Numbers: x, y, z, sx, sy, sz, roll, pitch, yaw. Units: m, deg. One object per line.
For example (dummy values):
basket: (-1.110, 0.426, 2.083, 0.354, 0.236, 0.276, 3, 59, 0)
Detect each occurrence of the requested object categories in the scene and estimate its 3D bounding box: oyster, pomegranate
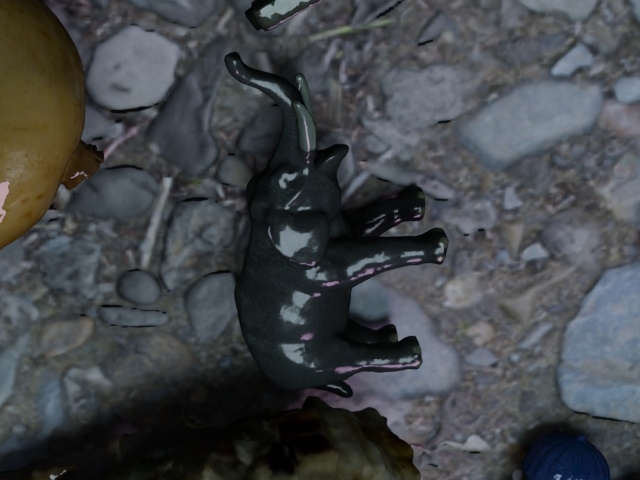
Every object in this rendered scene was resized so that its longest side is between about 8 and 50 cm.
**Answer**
oyster: (-0.099, 0.188, 1.018, 0.337, 0.198, 0.133, -11, 111, 19)
pomegranate: (-0.216, -0.072, 0.839, 0.196, 0.196, 0.196, -4, 121, -6)

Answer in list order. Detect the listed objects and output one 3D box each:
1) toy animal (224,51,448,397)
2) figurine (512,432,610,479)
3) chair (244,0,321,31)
toy animal: (0.010, -0.003, 0.960, 0.137, 0.082, 0.270, -5, 122, -7)
figurine: (0.172, 0.204, 1.126, 0.077, 0.079, 0.136, 25, 138, -16)
chair: (0.045, -0.250, 0.782, 0.270, 0.147, 0.136, -28, 118, 11)
